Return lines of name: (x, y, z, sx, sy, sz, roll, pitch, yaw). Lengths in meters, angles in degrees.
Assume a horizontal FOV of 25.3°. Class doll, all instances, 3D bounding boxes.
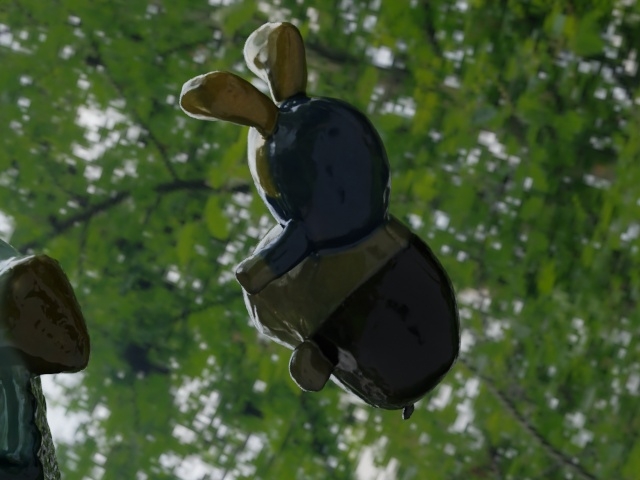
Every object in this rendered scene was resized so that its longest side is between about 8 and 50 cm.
doll: (0.000, 0.000, 0.593, 0.102, 0.089, 0.179, -46, -65, -46)

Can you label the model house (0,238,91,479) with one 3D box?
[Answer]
model house: (-0.200, 0.103, 0.639, 0.253, 0.291, 0.184, -56, -10, -29)
